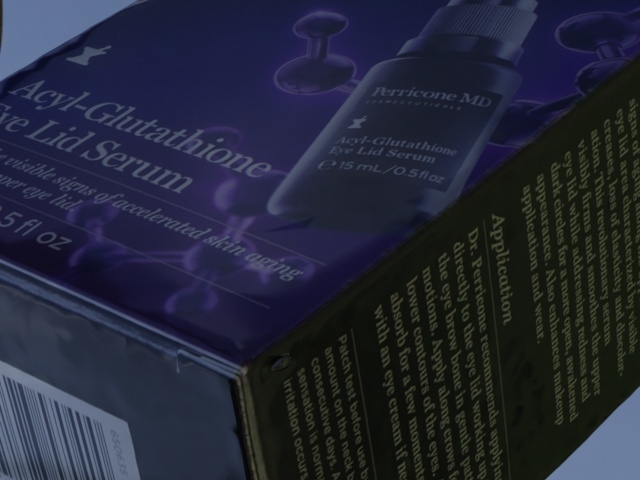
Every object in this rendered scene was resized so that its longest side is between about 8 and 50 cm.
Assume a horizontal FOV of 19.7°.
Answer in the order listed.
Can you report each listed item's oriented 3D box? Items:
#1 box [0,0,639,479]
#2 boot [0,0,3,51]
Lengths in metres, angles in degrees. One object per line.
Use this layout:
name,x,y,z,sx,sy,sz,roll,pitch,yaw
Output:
box,0.000,0.000,0.505,0.207,0.153,0.108,-39,-47,-36
boot,-0.289,-0.278,1.554,0.112,0.305,0.115,-9,-5,36
